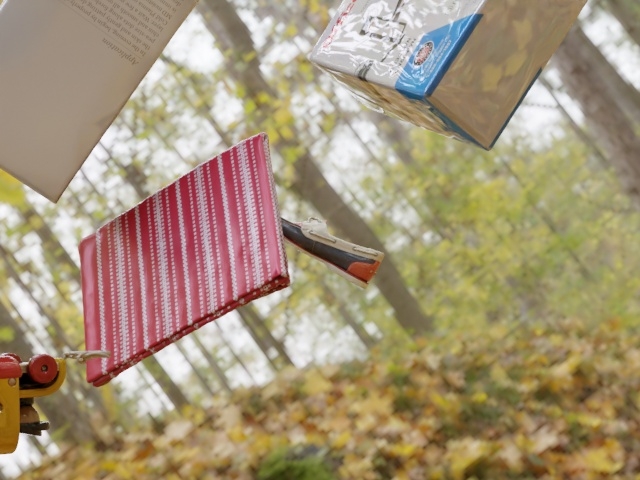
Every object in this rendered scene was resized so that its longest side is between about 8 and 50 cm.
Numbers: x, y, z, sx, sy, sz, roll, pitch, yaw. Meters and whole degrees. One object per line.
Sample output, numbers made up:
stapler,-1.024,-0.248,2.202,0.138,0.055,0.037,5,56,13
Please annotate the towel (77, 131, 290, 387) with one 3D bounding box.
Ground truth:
towel,-0.152,0.022,1.414,0.275,0.199,0.031,-29,-39,24

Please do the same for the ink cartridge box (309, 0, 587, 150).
ink cartridge box,0.097,-0.173,1.089,0.148,0.086,0.203,-58,32,-2

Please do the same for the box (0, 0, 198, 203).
box,-0.266,-0.241,1.486,0.345,0.168,0.215,-54,15,3

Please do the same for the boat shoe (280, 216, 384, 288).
boat shoe,0.000,0.000,1.387,0.043,0.137,0.049,-60,-7,4

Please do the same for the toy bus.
toy bus,-0.315,0.157,1.221,0.202,0.104,0.191,-2,-3,11
